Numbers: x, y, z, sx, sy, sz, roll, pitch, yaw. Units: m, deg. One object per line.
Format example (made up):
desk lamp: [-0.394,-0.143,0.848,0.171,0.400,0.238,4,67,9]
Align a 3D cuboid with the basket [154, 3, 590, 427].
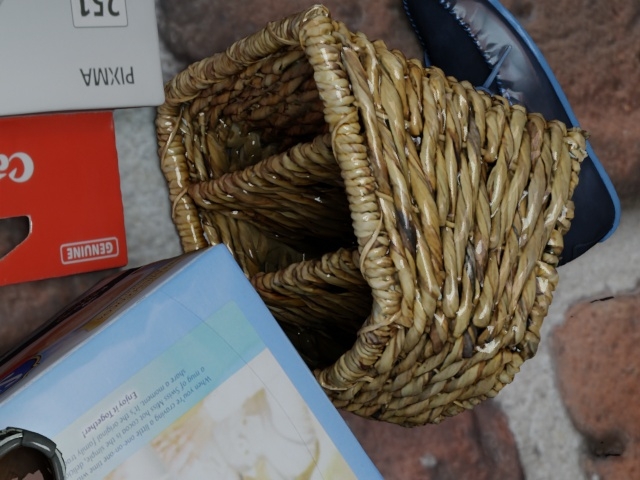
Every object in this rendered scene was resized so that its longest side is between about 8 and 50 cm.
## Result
basket: [0.000,0.000,1.313,0.223,0.299,0.213,22,76,-22]

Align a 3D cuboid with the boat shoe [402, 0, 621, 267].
boat shoe: [0.140,-0.092,1.496,0.089,0.109,0.258,-39,97,-20]

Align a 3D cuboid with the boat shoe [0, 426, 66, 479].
boat shoe: [-0.196,0.216,1.063,0.084,0.079,0.233,22,76,-20]

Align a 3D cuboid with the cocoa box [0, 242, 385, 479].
cocoa box: [-0.166,0.196,1.247,0.347,0.228,0.231,-38,98,-24]

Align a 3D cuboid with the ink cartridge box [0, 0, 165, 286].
ink cartridge box: [-0.213,-0.088,1.282,0.275,0.060,0.239,-10,94,-52]
